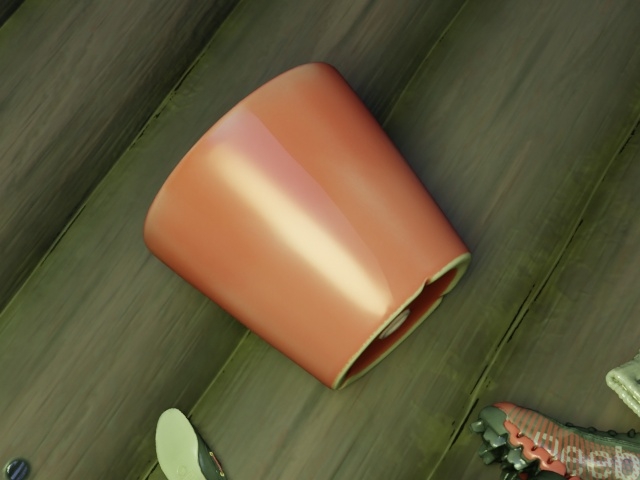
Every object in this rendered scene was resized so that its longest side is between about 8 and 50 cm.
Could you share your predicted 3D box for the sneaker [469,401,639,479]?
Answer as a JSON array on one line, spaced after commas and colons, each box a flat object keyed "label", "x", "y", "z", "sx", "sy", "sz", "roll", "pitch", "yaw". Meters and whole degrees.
[{"label": "sneaker", "x": 0.279, "y": 0.223, "z": 1.112, "sx": 0.276, "sy": 0.097, "sz": 0.135, "roll": 32, "pitch": 70, "yaw": 18}]

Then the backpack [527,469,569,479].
[{"label": "backpack", "x": 0.094, "y": 0.353, "z": 0.981, "sx": 0.355, "sy": 0.290, "sz": 0.273, "roll": -45, "pitch": 59, "yaw": -9}]

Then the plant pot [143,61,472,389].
[{"label": "plant pot", "x": 0.000, "y": 0.000, "z": 1.176, "sx": 0.275, "sy": 0.275, "sz": 0.243, "roll": -40, "pitch": 77, "yaw": -15}]

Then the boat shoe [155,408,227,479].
[{"label": "boat shoe", "x": -0.127, "y": 0.231, "z": 1.179, "sx": 0.049, "sy": 0.042, "sz": 0.133, "roll": -38, "pitch": 62, "yaw": 14}]

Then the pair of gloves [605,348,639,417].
[{"label": "pair of gloves", "x": 0.397, "y": 0.176, "z": 1.109, "sx": 0.240, "sy": 0.042, "sz": 0.204, "roll": 40, "pitch": 37, "yaw": 18}]
